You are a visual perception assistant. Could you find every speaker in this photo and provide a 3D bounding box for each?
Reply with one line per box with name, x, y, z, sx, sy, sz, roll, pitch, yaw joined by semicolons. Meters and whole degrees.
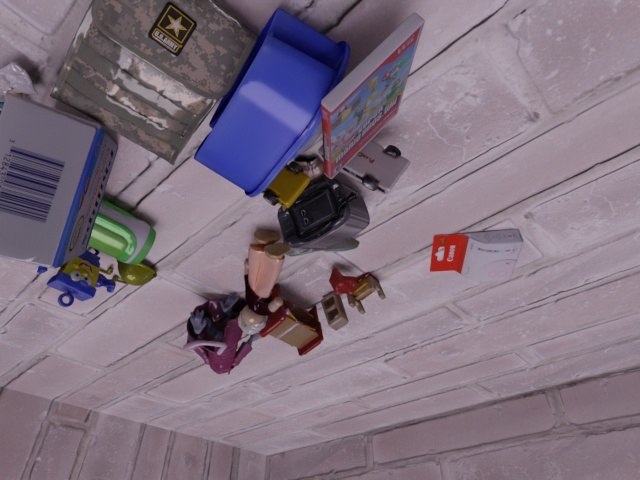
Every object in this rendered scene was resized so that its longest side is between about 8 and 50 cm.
speaker;-0.580;-0.048;1.124;0.131;0.131;0.297;-31;131;33

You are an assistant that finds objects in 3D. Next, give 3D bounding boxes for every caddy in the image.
caddy;-0.080;-0.232;0.803;0.179;0.241;0.341;29;133;-21

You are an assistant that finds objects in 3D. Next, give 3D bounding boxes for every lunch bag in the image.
lunch bag;-0.279;-0.314;0.765;0.235;0.168;0.287;30;125;-26

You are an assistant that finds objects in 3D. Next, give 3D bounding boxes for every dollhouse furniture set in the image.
dollhouse furniture set;-0.009;0.193;1.428;0.374;0.152;0.201;-39;128;16

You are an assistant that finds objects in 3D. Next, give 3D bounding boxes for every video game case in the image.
video game case;0.080;-0.231;0.775;0.025;0.204;0.285;43;172;10

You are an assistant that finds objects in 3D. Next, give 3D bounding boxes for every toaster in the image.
toaster;0.020;-0.061;1.074;0.227;0.129;0.146;-29;160;26

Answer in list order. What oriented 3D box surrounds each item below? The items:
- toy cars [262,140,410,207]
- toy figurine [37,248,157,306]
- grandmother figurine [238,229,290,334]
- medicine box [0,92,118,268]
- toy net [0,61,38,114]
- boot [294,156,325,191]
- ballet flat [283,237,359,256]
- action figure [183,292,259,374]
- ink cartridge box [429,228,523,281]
toy cars;-0.007;-0.151;0.966;0.394;0.176;0.087;-7;158;10
toy figurine;-0.669;0.109;1.247;0.191;0.217;0.362;-23;135;26
grandmother figurine;-0.180;0.135;1.289;0.104;0.207;0.342;-1;125;-26
medicine box;-0.518;-0.104;0.854;0.149;0.263;0.289;17;179;-18
toy net;-0.643;-0.285;0.901;0.122;0.045;0.232;25;133;-24
boot;-0.044;-0.158;1.053;0.119;0.042;0.087;-11;133;13
ballet flat;0.000;0.000;1.224;0.213;0.072;0.068;-7;110;5
action figure;-0.328;0.368;1.538;0.248;0.275;0.370;-1;127;-7
ink cartridge box;0.447;0.053;1.290;0.233;0.066;0.189;-7;141;3
